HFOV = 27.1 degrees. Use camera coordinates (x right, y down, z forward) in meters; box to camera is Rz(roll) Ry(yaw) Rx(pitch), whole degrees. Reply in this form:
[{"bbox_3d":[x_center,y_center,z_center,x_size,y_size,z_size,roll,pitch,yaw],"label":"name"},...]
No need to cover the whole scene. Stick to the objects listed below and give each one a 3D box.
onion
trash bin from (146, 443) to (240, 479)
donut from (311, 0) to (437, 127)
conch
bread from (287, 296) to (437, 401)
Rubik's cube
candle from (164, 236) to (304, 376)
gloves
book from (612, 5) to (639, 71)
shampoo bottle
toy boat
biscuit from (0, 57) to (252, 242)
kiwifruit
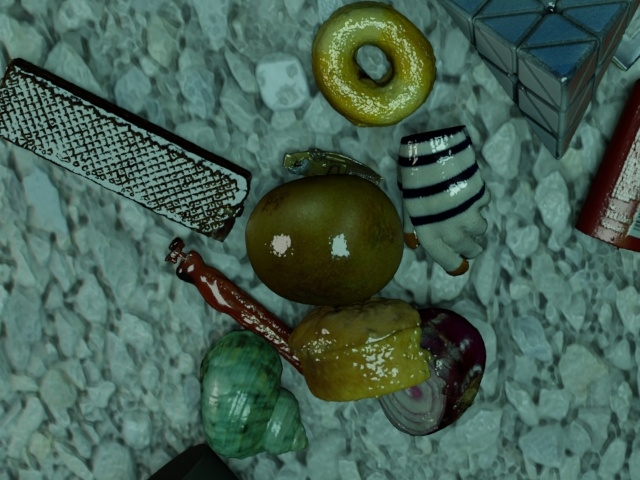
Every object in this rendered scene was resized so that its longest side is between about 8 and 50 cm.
[{"bbox_3d":[0.143,0.173,1.979,0.140,0.218,0.195,-34,143,-34],"label":"onion"},{"bbox_3d":[-0.137,0.487,1.999,0.214,0.214,0.334,-38,97,6],"label":"trash bin"},{"bbox_3d":[0.079,-0.248,1.890,0.174,0.074,0.190,-28,104,3],"label":"donut"},{"bbox_3d":[-0.102,0.244,1.970,0.188,0.122,0.176,43,80,-31],"label":"conch"},{"bbox_3d":[0.044,0.161,1.896,0.140,0.229,0.143,-25,99,-34],"label":"bread"},{"bbox_3d":[0.328,-0.266,1.857,0.233,0.228,0.228,9,70,-36],"label":"Rubik's cube"},{"bbox_3d":[-0.100,0.116,1.984,0.329,0.048,0.051,39,90,-13],"label":"candle"},{"bbox_3d":[0.183,-0.052,1.925,0.140,0.131,0.218,-12,96,1],"label":"gloves"},{"bbox_3d":[0.464,-0.404,1.905,0.191,0.025,0.269,41,98,-12],"label":"book"},{"bbox_3d":[0.483,-0.139,1.949,0.118,0.076,0.314,18,102,-8],"label":"shampoo bottle"},{"bbox_3d":[0.018,-0.104,1.936,0.149,0.049,0.047,14,104,-8],"label":"toy boat"},{"bbox_3d":[-0.285,-0.128,1.895,0.388,0.073,0.107,26,102,-10],"label":"biscuit"},{"bbox_3d":[0.000,0.000,1.879,0.234,0.196,0.195,2,110,41],"label":"kiwifruit"}]
